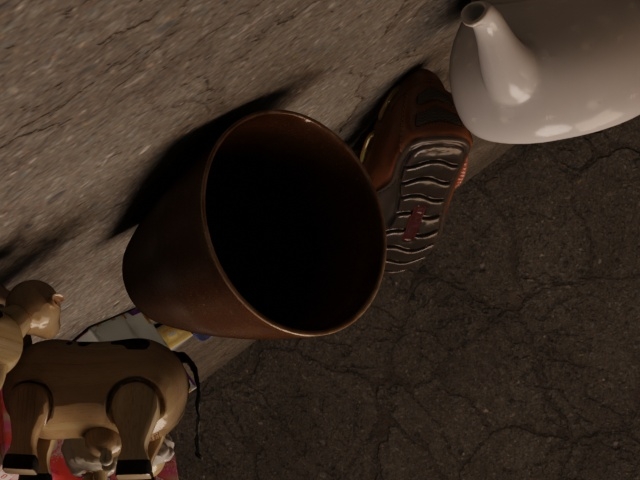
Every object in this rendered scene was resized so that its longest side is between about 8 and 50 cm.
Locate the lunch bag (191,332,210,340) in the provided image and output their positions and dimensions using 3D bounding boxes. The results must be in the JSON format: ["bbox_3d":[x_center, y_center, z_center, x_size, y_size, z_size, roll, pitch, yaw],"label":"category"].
[{"bbox_3d":[-0.176,0.105,2.151,0.098,0.065,0.067,-35,159,-3],"label":"lunch bag"}]

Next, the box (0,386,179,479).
[{"bbox_3d":[-0.331,0.305,1.696,0.154,0.142,0.300,-39,134,22],"label":"box"}]

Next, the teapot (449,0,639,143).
[{"bbox_3d":[0.249,-0.227,1.442,0.252,0.187,0.256,-17,-161,-7],"label":"teapot"}]

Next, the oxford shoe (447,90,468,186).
[{"bbox_3d":[0.139,-0.136,1.936,0.397,0.140,0.147,106,-1,-68],"label":"oxford shoe"}]

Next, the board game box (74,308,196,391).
[{"bbox_3d":[-0.336,0.238,1.877,0.275,0.144,0.142,-38,174,23],"label":"board game box"}]

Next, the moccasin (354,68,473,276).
[{"bbox_3d":[0.092,-0.075,1.768,0.139,0.147,0.380,-4,148,-10],"label":"moccasin"}]

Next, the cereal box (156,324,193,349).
[{"bbox_3d":[-0.329,0.220,2.234,0.240,0.047,0.173,-39,177,20],"label":"cereal box"}]

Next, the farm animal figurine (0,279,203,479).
[{"bbox_3d":[-0.261,0.123,1.199,0.326,0.172,0.330,10,157,-16],"label":"farm animal figurine"}]

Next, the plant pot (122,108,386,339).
[{"bbox_3d":[-0.091,0.010,1.321,0.215,0.215,0.230,-31,-174,-42],"label":"plant pot"}]
